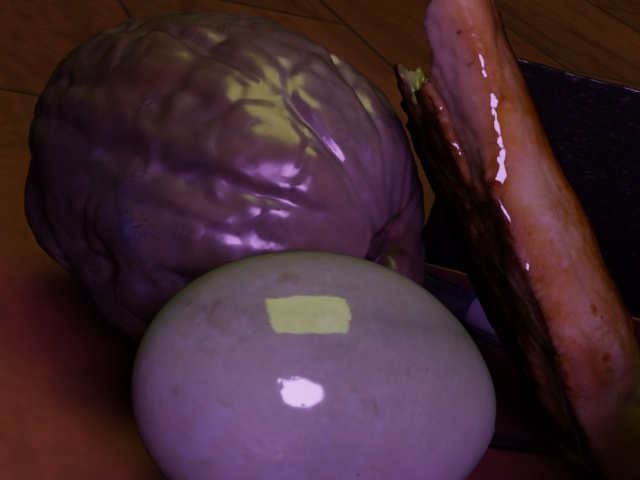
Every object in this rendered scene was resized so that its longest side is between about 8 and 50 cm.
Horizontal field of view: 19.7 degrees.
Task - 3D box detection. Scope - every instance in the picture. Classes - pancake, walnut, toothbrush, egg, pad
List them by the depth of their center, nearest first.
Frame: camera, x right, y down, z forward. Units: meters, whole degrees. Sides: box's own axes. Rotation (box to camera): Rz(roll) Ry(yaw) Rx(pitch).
[{"bbox_3d":[0.000,0.061,0.720,0.152,0.114,0.114,6,19,-29],"label":"egg"},{"bbox_3d":[0.101,0.019,0.828,0.212,0.056,0.257,64,1,18],"label":"pancake"},{"bbox_3d":[-0.051,-0.023,0.856,0.178,0.178,0.230,0,15,-41],"label":"walnut"},{"bbox_3d":[0.172,-0.010,0.973,0.220,0.004,0.330,15,-17,-1],"label":"pad"},{"bbox_3d":[0.000,0.000,1.083,0.288,0.024,0.026,25,5,33],"label":"toothbrush"}]
